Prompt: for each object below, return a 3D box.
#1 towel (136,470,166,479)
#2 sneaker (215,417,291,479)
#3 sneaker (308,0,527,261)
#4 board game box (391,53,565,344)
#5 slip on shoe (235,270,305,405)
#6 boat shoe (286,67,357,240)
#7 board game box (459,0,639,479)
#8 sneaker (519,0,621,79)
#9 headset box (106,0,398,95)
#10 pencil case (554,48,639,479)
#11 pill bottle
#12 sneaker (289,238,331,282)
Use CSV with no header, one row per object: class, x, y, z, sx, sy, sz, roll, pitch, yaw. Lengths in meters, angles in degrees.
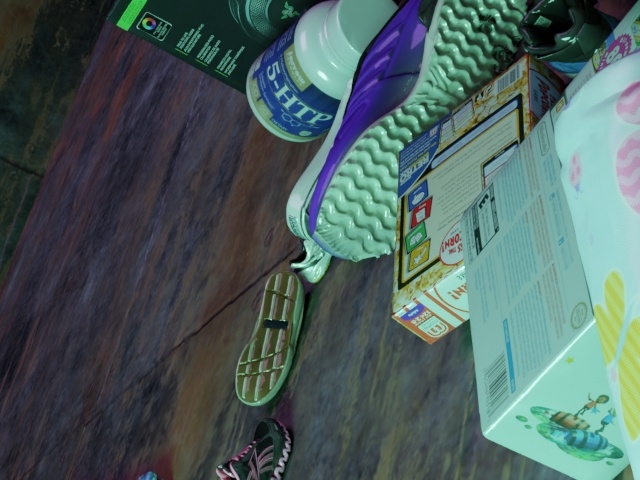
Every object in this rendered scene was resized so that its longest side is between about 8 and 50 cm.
towel,-0.277,0.387,1.707,0.336,0.040,0.243,-30,38,59
sneaker,-0.063,0.201,1.359,0.047,0.057,0.119,-48,22,42
sneaker,0.068,-0.109,1.355,0.293,0.102,0.146,-59,24,-14
board game box,0.121,-0.035,1.169,0.147,0.045,0.193,-37,30,33
slip on shoe,-0.045,0.097,1.485,0.041,0.051,0.135,57,-137,-65
boat shoe,0.049,-0.089,1.452,0.070,0.078,0.219,13,67,37
board game box,0.209,-0.037,0.896,0.303,0.098,0.224,-53,21,31
sneaker,0.183,-0.155,1.144,0.058,0.085,0.152,-60,18,9
headset box,-0.073,-0.310,1.735,0.246,0.283,0.131,-49,22,33
pencil case,0.186,0.045,0.678,0.113,0.124,0.273,121,145,-62
pill bottle,0.009,-0.186,1.611,0.187,0.112,0.112,-35,33,56
sneaker,0.000,0.000,1.499,0.083,0.037,0.032,-60,17,3
